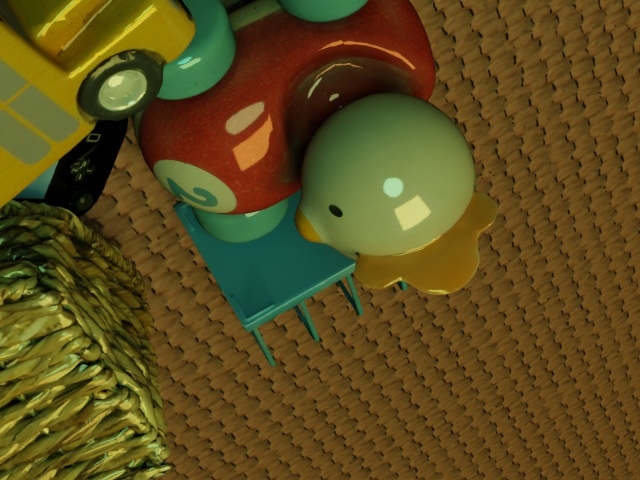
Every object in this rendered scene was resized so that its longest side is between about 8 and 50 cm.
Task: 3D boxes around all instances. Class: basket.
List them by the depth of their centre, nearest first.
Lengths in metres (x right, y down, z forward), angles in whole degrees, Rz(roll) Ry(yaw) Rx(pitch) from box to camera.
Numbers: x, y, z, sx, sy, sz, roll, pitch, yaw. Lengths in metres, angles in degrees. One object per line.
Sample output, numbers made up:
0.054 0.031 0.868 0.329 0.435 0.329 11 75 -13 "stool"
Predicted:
-0.277 0.086 1.117 0.299 0.223 0.213 -29 122 7 "basket"

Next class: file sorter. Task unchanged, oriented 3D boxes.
0.000 0.000 1.266 0.170 0.118 0.104 -30 150 -6 "file sorter"

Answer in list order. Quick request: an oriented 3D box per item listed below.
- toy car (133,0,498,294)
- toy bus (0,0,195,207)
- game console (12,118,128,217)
0.010 -0.049 1.095 0.210 0.238 0.219 -29 147 -6 "toy car"
-0.235 -0.062 0.914 0.333 0.108 0.130 -39 145 8 "toy bus"
-0.271 -0.068 1.010 0.361 0.044 0.213 0 135 -42 "game console"
